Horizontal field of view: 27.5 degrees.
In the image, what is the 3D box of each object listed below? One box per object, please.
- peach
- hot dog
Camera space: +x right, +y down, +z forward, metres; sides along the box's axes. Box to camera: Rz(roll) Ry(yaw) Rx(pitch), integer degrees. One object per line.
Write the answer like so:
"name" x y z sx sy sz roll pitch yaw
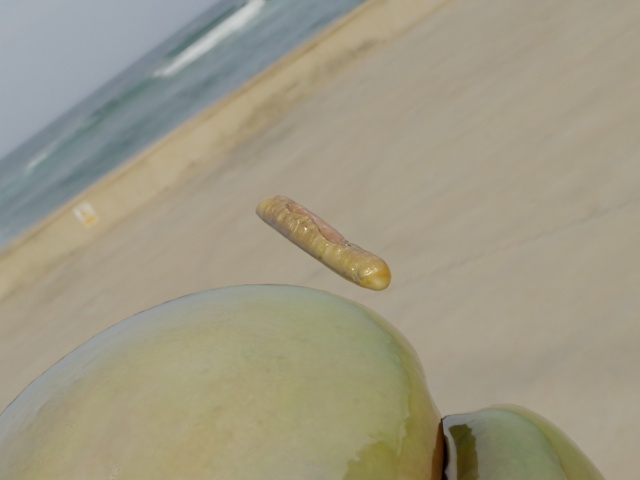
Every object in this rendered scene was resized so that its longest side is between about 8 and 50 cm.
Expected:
"peach" -0.013 0.167 0.491 0.292 0.292 0.247 -42 14 -27
"hot dog" 0.000 -0.001 0.982 0.044 0.028 0.137 1 27 -43
